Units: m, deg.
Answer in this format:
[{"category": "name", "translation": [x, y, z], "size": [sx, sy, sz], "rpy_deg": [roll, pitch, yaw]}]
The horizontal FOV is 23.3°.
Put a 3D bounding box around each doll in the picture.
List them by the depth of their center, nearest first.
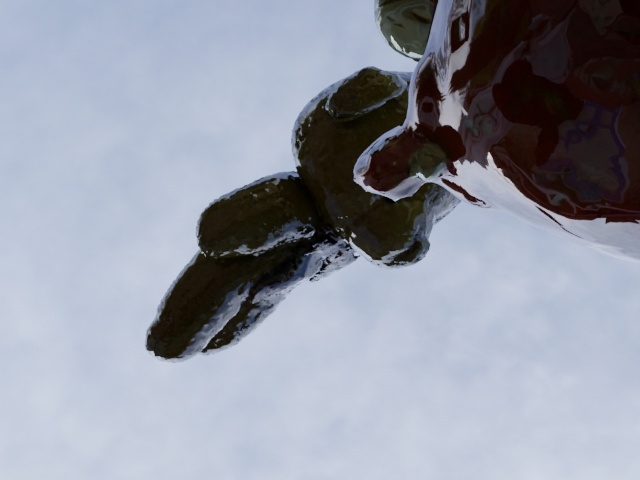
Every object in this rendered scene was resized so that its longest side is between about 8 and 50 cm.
[{"category": "doll", "translation": [0.000, 0.000, 0.807], "size": [0.209, 0.137, 0.097], "rpy_deg": [-46, -117, 19]}]

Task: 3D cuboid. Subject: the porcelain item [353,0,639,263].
[{"category": "porcelain item", "translation": [0.109, -0.084, 0.539], "size": [0.253, 0.253, 0.253], "rpy_deg": [-5, -102, 23]}]
